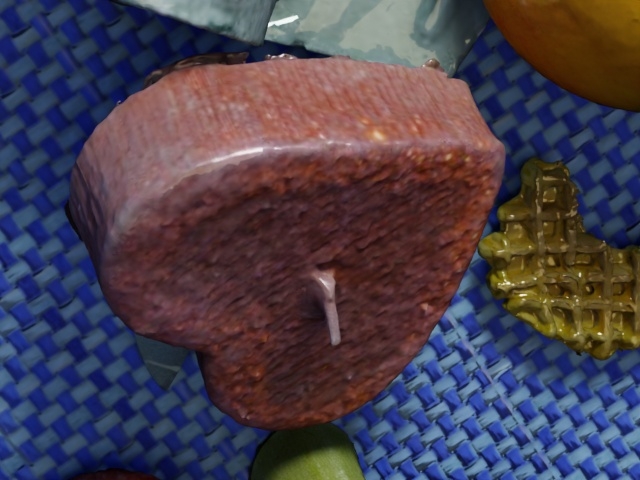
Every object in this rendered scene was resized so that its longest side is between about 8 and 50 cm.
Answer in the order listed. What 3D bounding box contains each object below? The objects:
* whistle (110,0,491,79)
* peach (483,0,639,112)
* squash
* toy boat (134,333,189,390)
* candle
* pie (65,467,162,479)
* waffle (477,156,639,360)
[{"bbox_3d":[-0.055,-0.224,1.115,0.404,0.188,0.168,12,99,-48],"label":"whistle"},{"bbox_3d":[0.227,-0.233,1.109,0.281,0.238,0.281,-2,105,-7],"label":"peach"},{"bbox_3d":[0.018,0.211,1.201,0.094,0.224,0.094,-4,104,-17],"label":"squash"},{"bbox_3d":[-0.116,0.058,1.229,0.096,0.034,0.122,24,101,-11],"label":"toy boat"},{"bbox_3d":[0.000,0.000,1.111,0.287,0.131,0.317,-31,140,4],"label":"candle"},{"bbox_3d":[-0.164,0.277,1.204,0.204,0.219,0.054,-43,148,1],"label":"pie"},{"bbox_3d":[0.220,0.014,1.273,0.194,0.051,0.149,31,98,-18],"label":"waffle"}]
